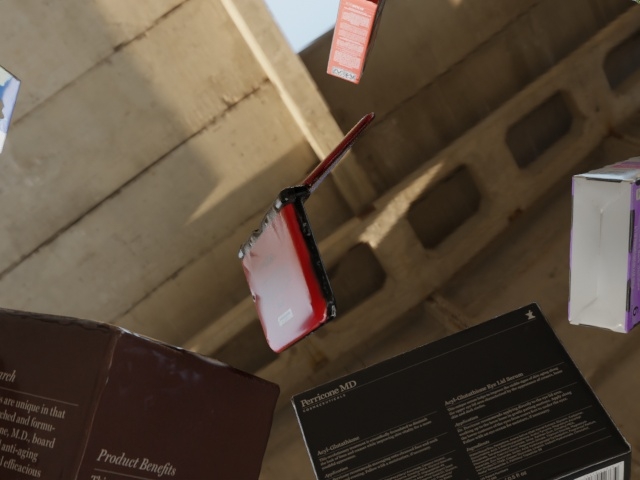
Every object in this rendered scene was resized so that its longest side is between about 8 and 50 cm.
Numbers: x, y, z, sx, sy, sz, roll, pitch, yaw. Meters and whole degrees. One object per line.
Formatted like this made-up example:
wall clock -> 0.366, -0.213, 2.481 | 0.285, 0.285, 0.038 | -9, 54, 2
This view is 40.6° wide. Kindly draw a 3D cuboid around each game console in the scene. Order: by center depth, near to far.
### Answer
game console -> 0.000, 0.000, 0.602 | 0.085, 0.124, 0.144 | -15, 169, -20

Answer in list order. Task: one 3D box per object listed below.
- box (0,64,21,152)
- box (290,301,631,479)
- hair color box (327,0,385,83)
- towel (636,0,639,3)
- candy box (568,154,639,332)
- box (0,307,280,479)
box -> -0.315, -0.138, 0.648 | 0.042, 0.178, 0.109 | -54, -174, -37
box -> 0.126, 0.193, 0.811 | 0.261, 0.103, 0.184 | -21, -134, -1
hair color box -> 0.044, -0.251, 0.980 | 0.141, 0.043, 0.072 | 105, 6, -65
towel -> 0.393, -0.344, 1.168 | 0.060, 0.083, 0.009 | 42, -71, 52
candy box -> 0.356, -0.004, 0.983 | 0.070, 0.165, 0.196 | 9, -163, 40
box -> -0.157, 0.166, 0.567 | 0.167, 0.168, 0.203 | 2, -110, 36
